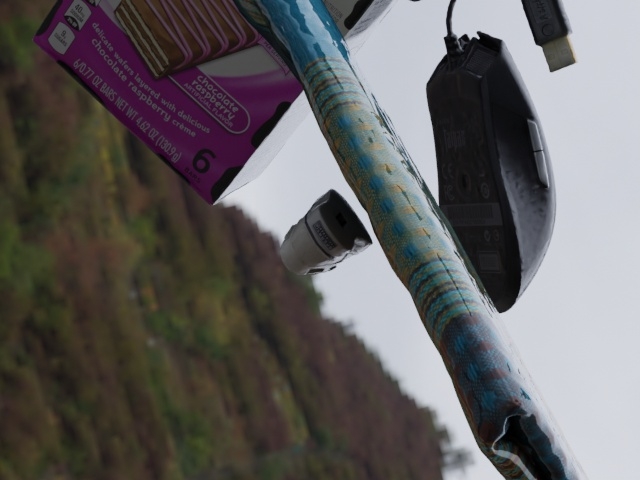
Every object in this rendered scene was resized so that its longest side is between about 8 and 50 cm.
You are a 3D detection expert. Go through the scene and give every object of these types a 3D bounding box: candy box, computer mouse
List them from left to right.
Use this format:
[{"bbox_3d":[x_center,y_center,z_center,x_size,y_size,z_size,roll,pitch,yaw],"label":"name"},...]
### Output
[{"bbox_3d":[-0.047,-0.158,1.108,0.159,0.071,0.233,42,-60,5],"label":"candy box"},{"bbox_3d":[0.130,-0.087,1.205,0.184,0.060,0.262,-14,-94,65],"label":"computer mouse"}]

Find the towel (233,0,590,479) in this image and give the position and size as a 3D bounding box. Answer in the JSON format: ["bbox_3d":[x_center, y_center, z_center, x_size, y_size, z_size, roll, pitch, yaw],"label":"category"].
[{"bbox_3d":[0.063,0.034,0.895,0.271,0.040,0.370,56,6,-42],"label":"towel"}]

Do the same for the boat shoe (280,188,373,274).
[{"bbox_3d":[0.000,0.000,0.909,0.035,0.035,0.100,55,12,-2],"label":"boat shoe"}]
